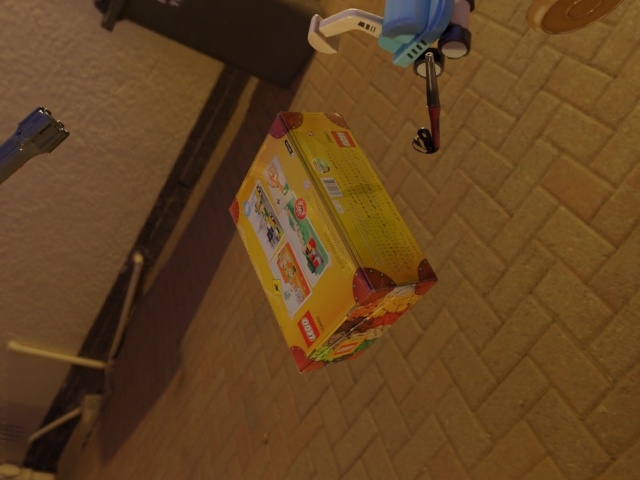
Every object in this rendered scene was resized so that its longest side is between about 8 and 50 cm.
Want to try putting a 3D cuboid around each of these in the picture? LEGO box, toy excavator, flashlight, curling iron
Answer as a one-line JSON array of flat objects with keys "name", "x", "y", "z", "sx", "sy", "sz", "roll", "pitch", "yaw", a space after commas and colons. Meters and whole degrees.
[{"name": "LEGO box", "x": 0.000, "y": 0.000, "z": 1.438, "sx": 0.372, "sy": 0.193, "sz": 0.500, "roll": -53, "pitch": 54, "yaw": 44}, {"name": "toy excavator", "x": 0.230, "y": -0.722, "z": 2.004, "sx": 0.433, "sy": 0.444, "sz": 0.223, "roll": -29, "pitch": 46, "yaw": 62}, {"name": "flashlight", "x": -0.636, "y": -0.138, "z": 1.185, "sx": 0.304, "sy": 0.103, "sz": 0.103, "roll": -43, "pitch": 56, "yaw": -5}, {"name": "curling iron", "x": 0.250, "y": -0.308, "z": 1.395, "sx": 0.274, "sy": 0.068, "sz": 0.035, "roll": 82, "pitch": -161, "yaw": -48}]

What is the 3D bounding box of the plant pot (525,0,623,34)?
[{"name": "plant pot", "x": 0.570, "y": -0.520, "z": 1.302, "sx": 0.236, "sy": 0.236, "sz": 0.033, "roll": -31, "pitch": 66, "yaw": 48}]
